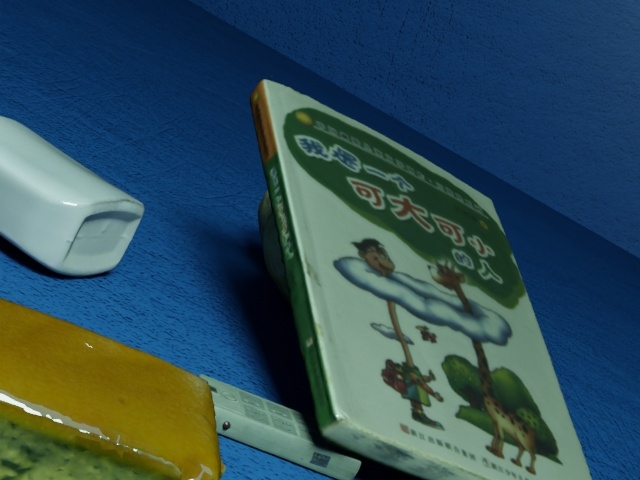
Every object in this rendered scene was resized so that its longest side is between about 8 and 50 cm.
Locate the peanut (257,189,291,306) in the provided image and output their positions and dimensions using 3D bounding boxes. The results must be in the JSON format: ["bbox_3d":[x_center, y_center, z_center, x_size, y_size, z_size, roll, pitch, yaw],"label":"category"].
[{"bbox_3d":[0.000,0.000,1.328,0.120,0.110,0.236,-4,20,-15],"label":"peanut"}]

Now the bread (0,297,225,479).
[{"bbox_3d":[-0.217,0.056,0.717,0.361,0.077,0.138,23,12,-20],"label":"bread"}]

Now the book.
[{"bbox_3d":[0.074,0.045,1.148,0.260,0.043,0.371,27,31,-32],"label":"book"}]

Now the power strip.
[{"bbox_3d":[-0.035,0.120,0.978,0.136,0.019,0.051,24,15,-17],"label":"power strip"}]

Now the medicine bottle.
[{"bbox_3d":[-0.228,-0.046,1.117,0.183,0.069,0.119,34,15,19],"label":"medicine bottle"}]
